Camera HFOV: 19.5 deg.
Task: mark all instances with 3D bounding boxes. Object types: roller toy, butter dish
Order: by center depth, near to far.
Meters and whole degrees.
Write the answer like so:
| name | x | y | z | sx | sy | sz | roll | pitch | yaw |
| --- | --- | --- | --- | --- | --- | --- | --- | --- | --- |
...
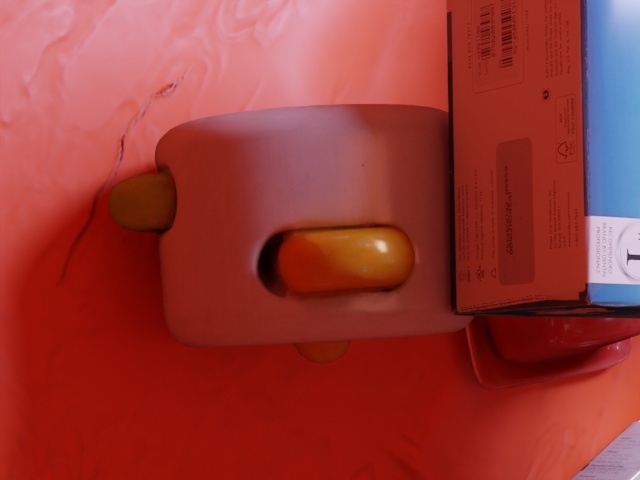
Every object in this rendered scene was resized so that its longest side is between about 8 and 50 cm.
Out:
| name | x | y | z | sx | sy | sz | roll | pitch | yaw |
| --- | --- | --- | --- | --- | --- | --- | --- | --- | --- |
| roller toy | 0.000 | 0.000 | 1.111 | 0.191 | 0.209 | 0.146 | -1 | 87 | -50 |
| butter dish | 0.182 | 0.015 | 1.289 | 0.159 | 0.118 | 0.160 | -8 | 90 | -37 |

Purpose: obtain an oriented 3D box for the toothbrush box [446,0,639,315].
| name | x | y | z | sx | sy | sz | roll | pitch | yaw |
| --- | --- | --- | --- | --- | --- | --- | --- | --- | --- |
| toothbrush box | 0.225 | -0.063 | 1.080 | 0.295 | 0.126 | 0.216 | 1 | 85 | -32 |

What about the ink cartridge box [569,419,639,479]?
| name | x | y | z | sx | sy | sz | roll | pitch | yaw |
| --- | --- | --- | --- | --- | --- | --- | --- | --- | --- |
| ink cartridge box | 0.236 | 0.201 | 1.344 | 0.180 | 0.060 | 0.104 | -36 | 106 | -33 |
